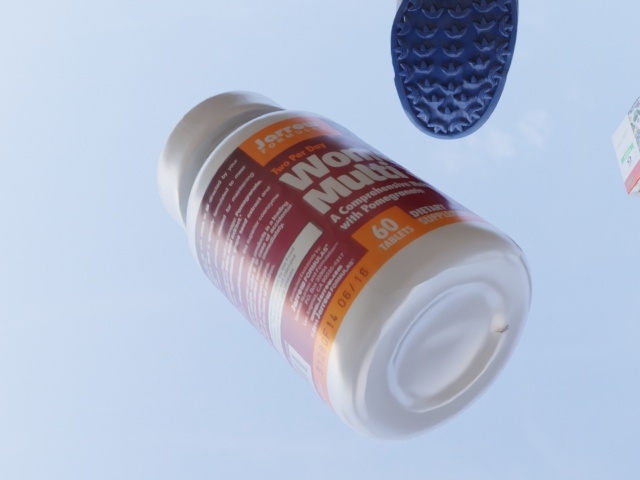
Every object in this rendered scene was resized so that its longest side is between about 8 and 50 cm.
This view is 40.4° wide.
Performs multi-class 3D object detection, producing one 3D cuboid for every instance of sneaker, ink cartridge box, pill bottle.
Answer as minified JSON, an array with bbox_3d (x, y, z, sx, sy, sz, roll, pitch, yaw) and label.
[{"bbox_3d":[0.088,-0.183,0.542,0.081,0.232,0.090,6,-151,15],"label":"sneaker"},{"bbox_3d":[0.268,-0.067,0.694,0.029,0.063,0.115,14,-136,-7],"label":"ink cartridge box"},{"bbox_3d":[0.000,0.000,0.486,0.121,0.121,0.221,-42,-134,-9],"label":"pill bottle"}]
